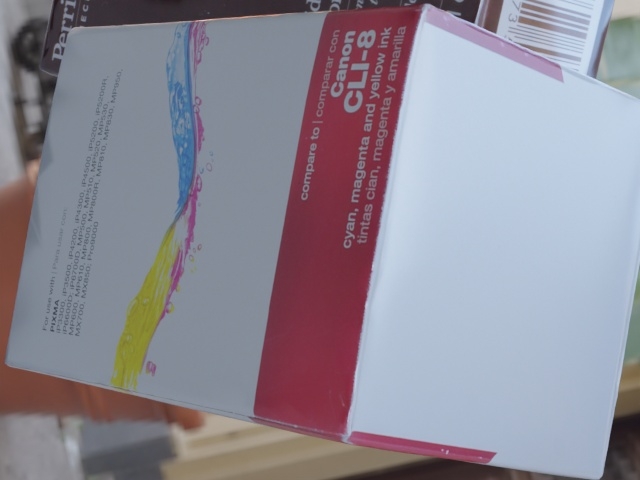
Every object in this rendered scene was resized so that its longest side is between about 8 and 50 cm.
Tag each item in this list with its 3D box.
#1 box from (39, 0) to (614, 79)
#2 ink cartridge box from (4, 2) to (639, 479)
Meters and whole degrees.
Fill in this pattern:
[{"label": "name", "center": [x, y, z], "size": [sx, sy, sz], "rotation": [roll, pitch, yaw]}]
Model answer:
[{"label": "box", "center": [-0.005, -0.161, 1.005], "size": [0.381, 0.143, 0.191], "rotation": [18, -81, 43]}, {"label": "ink cartridge box", "center": [0.000, 0.000, 0.523], "size": [0.176, 0.128, 0.127], "rotation": [5, -97, 46]}]
